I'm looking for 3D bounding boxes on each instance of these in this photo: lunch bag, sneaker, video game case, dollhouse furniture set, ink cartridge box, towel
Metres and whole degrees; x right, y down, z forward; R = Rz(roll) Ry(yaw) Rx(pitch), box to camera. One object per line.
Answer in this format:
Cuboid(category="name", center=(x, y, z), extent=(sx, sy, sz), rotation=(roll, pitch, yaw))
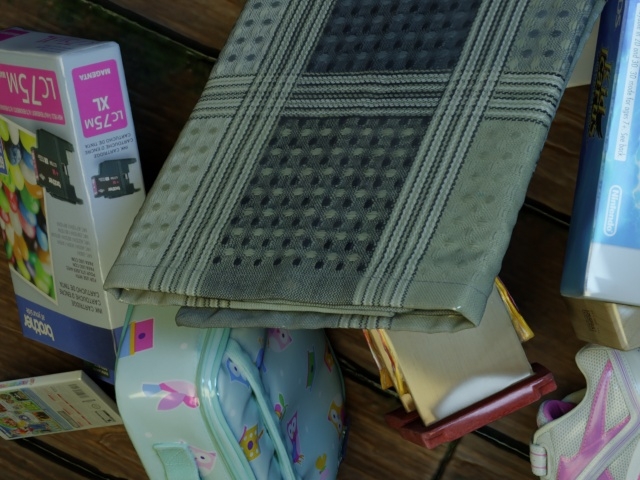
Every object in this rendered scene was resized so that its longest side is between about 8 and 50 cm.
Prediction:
Cuboid(category="lunch bag", center=(-0.062, 0.132, 1.515), extent=(0.108, 0.224, 0.279), rotation=(-6, 134, 17))
Cuboid(category="sneaker", center=(0.216, 0.179, 1.552), extent=(0.111, 0.103, 0.252), rotation=(26, 107, 13))
Cuboid(category="video game case", center=(-0.242, 0.144, 1.694), extent=(0.122, 0.011, 0.087), rotation=(-10, 146, 20))
Cuboid(category="dollhouse furniture set", center=(0.188, -0.011, 1.454), extent=(0.374, 0.152, 0.201), rotation=(-23, 95, -7))
Cuboid(category="ink cartridge box", center=(-0.201, -0.012, 1.582), extent=(0.186, 0.065, 0.311), rotation=(14, 120, 55))
Cuboid(category="video game case", center=(0.310, -0.075, 1.360), extent=(0.244, 0.061, 0.269), rotation=(8, 90, -11))
Cuboid(category="towel", center=(0.030, -0.071, 1.343), extent=(0.312, 0.324, 0.056), rotation=(3, 145, 36))

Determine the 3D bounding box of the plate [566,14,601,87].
Cuboid(category="plate", center=(0.098, -0.239, 1.475), extent=(0.278, 0.045, 0.277), rotation=(-10, 103, 20))
